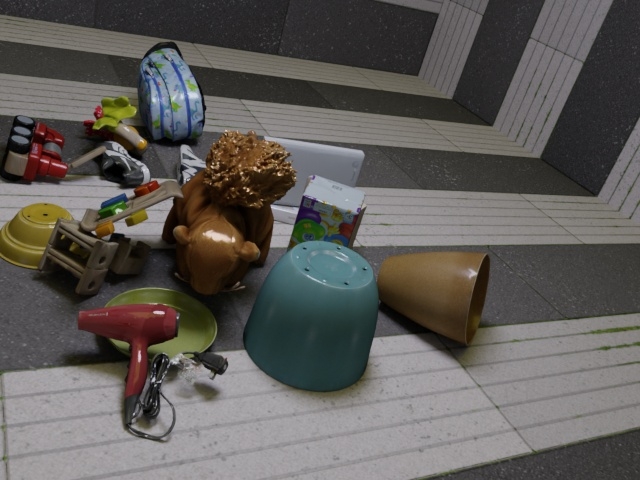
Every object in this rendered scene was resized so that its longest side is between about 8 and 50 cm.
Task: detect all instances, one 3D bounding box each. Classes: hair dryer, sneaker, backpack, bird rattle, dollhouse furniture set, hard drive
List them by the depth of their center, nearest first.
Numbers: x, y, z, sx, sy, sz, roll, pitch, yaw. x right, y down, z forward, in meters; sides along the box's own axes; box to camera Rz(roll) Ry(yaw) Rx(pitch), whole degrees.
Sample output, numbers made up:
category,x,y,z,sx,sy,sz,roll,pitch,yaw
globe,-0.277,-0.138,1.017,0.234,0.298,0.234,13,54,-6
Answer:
category,x,y,z,sx,sy,sz,roll,pitch,yaw
hair dryer,-0.339,0.210,1.201,0.294,0.080,0.224,33,43,15
dollhouse furniture set,-0.514,0.041,1.460,0.129,0.128,0.184,27,6,20
sneaker,-0.618,-0.232,1.901,0.234,0.078,0.106,33,30,24
hard drive,-0.040,-0.195,1.919,0.308,0.202,0.040,6,30,-19
sneaker,-0.364,-0.214,1.991,0.153,0.094,0.235,6,30,-22
bird rattle,-0.646,-0.336,2.012,0.207,0.254,0.143,40,65,-17
backpack,-0.529,-0.495,2.247,0.274,0.290,0.355,-21,52,-37

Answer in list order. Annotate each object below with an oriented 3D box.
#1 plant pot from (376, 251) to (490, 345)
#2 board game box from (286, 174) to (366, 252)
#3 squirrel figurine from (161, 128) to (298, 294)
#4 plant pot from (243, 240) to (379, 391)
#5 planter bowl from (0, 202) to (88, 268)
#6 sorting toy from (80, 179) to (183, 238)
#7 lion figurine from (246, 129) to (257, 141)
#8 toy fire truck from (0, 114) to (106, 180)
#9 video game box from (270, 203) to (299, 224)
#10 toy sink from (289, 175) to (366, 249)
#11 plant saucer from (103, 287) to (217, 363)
category,x,y,z,sx,sy,sz,roll,pitch,yaw
plant pot,0.283,0.124,1.640,0.255,0.237,0.237,12,25,24
board game box,0.000,0.000,1.615,0.145,0.275,0.142,18,29,2
squirrel figurine,-0.225,-0.068,1.486,0.281,0.396,0.370,21,16,-7
plant pot,-0.005,0.143,1.404,0.293,0.235,0.293,12,28,-7
planter bowl,-0.654,-0.028,1.510,0.217,0.090,0.217,12,29,-7
sorting toy,-0.428,-0.082,1.441,0.229,0.041,0.307,-21,17,-10
lion figurine,-0.162,-0.258,2.121,0.393,0.142,0.240,11,23,-4
toy fire truck,-0.757,-0.254,1.816,0.247,0.158,0.217,16,26,-27
video game box,-0.082,-0.111,2.010,0.205,0.048,0.187,13,31,-6
toy sink,0.029,-0.069,1.799,0.153,0.234,0.131,26,30,18
plant saucer,-0.343,0.186,1.352,0.241,0.037,0.241,14,29,-8
